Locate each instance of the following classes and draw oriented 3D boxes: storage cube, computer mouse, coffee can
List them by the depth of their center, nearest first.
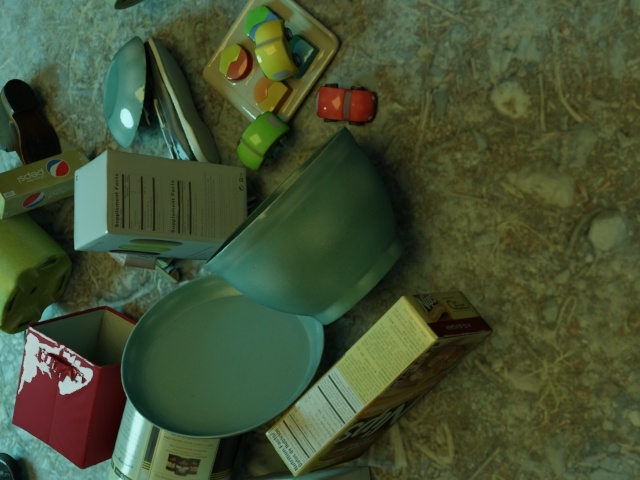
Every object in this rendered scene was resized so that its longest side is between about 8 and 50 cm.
[{"bbox_3d":[-0.241,0.359,1.945,0.202,0.201,0.275,22,102,30],"label":"coffee can"},{"bbox_3d":[-0.385,0.246,2.035,0.184,0.215,0.193,24,110,29],"label":"storage cube"},{"bbox_3d":[-0.585,0.521,2.268,0.071,0.041,0.242,-2,96,31],"label":"computer mouse"}]

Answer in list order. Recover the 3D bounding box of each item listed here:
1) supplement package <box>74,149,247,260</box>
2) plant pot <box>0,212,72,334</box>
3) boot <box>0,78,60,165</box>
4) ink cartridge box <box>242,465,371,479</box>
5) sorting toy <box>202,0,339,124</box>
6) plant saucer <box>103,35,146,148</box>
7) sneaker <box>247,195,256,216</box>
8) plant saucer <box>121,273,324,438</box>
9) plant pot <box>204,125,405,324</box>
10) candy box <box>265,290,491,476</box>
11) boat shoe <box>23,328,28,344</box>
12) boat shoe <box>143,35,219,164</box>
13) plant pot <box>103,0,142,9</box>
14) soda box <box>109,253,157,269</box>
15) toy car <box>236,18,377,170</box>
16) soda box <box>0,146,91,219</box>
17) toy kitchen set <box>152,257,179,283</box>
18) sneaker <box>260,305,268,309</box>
[{"bbox_3d":[-0.254,-0.051,1.898,0.139,0.244,0.133,-21,68,55],"label":"supplement package"},{"bbox_3d":[-0.602,0.029,2.161,0.254,0.276,0.276,34,108,15],"label":"plant pot"},{"bbox_3d":[-0.553,-0.183,2.230,0.106,0.082,0.219,-27,80,52],"label":"boot"},{"bbox_3d":[-0.034,0.496,1.817,0.198,0.197,0.270,-11,85,33],"label":"ink cartridge box"},{"bbox_3d":[-0.088,-0.295,1.939,0.193,0.038,0.208,43,112,24],"label":"sorting toy"},{"bbox_3d":[-0.342,-0.256,2.042,0.195,0.037,0.194,-174,90,-67],"label":"plant saucer"},{"bbox_3d":[-0.127,-0.041,1.973,0.083,0.032,0.037,-44,74,35],"label":"sneaker"},{"bbox_3d":[-0.146,0.178,1.826,0.318,0.043,0.317,-8,47,8],"label":"plant saucer"},{"bbox_3d":[0.000,0.000,1.768,0.196,0.293,0.293,45,115,-5],"label":"plant pot"},{"bbox_3d":[0.085,0.208,1.747,0.316,0.183,0.087,-48,66,23],"label":"candy box"},{"bbox_3d":[-0.507,0.253,2.189,0.065,0.075,0.206,-31,79,26],"label":"boat shoe"},{"bbox_3d":[-0.254,-0.222,2.017,0.079,0.095,0.254,-27,85,18],"label":"boat shoe"},{"bbox_3d":[-0.374,-0.539,2.018,0.256,0.256,0.274,-33,89,28],"label":"plant pot"},{"bbox_3d":[-0.331,-0.003,2.037,0.183,0.058,0.063,28,108,60],"label":"soda box"},{"bbox_3d":[-0.059,-0.203,1.877,0.239,0.053,0.225,40,106,10],"label":"toy car"},{"bbox_3d":[-0.493,-0.102,2.113,0.058,0.181,0.061,55,146,20],"label":"soda box"},{"bbox_3d":[-0.255,0.025,2.058,0.068,0.075,0.083,42,156,-13],"label":"toy kitchen set"},{"bbox_3d":[-0.052,0.170,1.906,0.071,0.068,0.169,-12,83,26],"label":"sneaker"}]
